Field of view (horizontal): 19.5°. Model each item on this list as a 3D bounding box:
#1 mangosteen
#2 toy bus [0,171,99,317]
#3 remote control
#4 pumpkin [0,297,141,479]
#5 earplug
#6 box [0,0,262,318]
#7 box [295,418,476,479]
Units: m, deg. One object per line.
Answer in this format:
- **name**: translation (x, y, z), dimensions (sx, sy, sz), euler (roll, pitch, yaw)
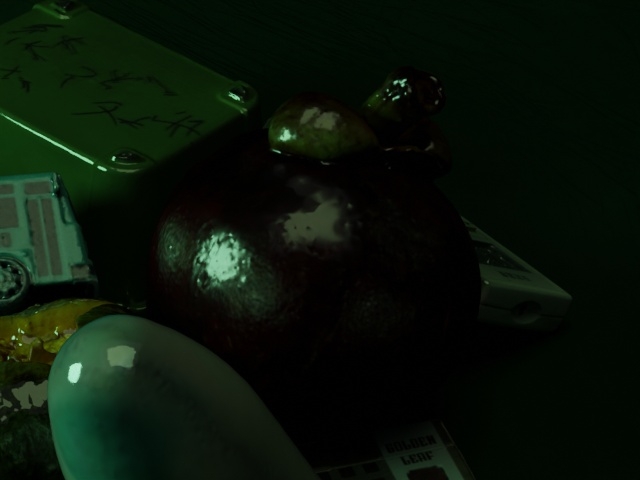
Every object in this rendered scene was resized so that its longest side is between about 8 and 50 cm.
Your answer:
- **mangosteen**: translation (-0.009, 0.017, 1.569), dimensions (0.297, 0.293, 0.297), euler (-12, 25, 6)
- **toy bus**: translation (-0.328, 0.024, 1.601), dimensions (0.256, 0.128, 0.147), euler (-6, 63, -16)
- **remote control**: translation (0.082, -0.020, 1.796), dimensions (0.145, 0.050, 0.344), euler (10, 23, -49)
- **pumpkin**: translation (-0.226, 0.144, 1.486), dimensions (0.238, 0.159, 0.238), euler (-13, 22, 5)
- **earplug**: translation (-0.083, 0.167, 1.290), dimensions (0.185, 0.324, 0.185), euler (-16, 42, 15)
- **box**: translation (-0.224, -0.091, 1.800), dimensions (0.328, 0.178, 0.253), euler (26, 42, 28)
- **box**: translation (0.068, 0.269, 1.437), dimensions (0.180, 0.047, 0.325), euler (-9, 37, -17)
